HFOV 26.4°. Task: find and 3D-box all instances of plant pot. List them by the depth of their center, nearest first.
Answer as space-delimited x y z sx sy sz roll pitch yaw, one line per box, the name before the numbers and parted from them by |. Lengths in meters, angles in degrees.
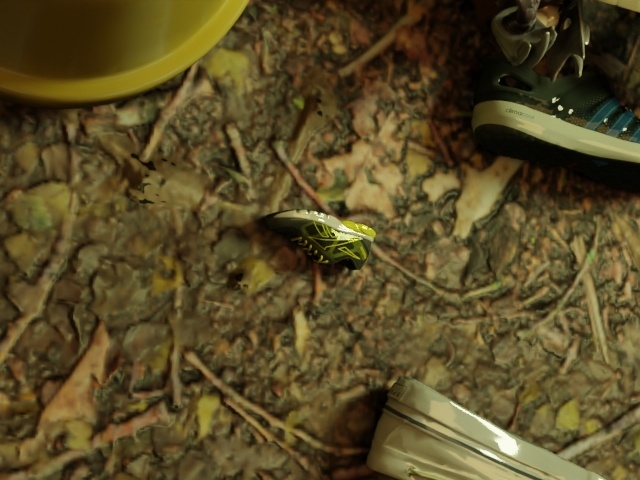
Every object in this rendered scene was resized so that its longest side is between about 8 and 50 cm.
plant pot | -0.135 -0.202 0.749 0.254 0.239 0.254 -1 94 -15

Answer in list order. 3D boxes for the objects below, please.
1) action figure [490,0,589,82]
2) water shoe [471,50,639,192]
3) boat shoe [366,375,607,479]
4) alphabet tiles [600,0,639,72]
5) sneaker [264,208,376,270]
action figure | 0.097 -0.204 0.939 0.285 0.099 0.185 6 52 -25
water shoe | 0.209 -0.091 1.012 0.203 0.073 0.080 13 76 -23
boat shoe | 0.134 0.176 0.966 0.226 0.083 0.076 28 86 -8
alphabet tiles | 0.286 -0.203 0.953 0.237 0.009 0.198 9 109 -29
sneaker | 0.000 0.000 0.933 0.083 0.031 0.035 12 82 -23
